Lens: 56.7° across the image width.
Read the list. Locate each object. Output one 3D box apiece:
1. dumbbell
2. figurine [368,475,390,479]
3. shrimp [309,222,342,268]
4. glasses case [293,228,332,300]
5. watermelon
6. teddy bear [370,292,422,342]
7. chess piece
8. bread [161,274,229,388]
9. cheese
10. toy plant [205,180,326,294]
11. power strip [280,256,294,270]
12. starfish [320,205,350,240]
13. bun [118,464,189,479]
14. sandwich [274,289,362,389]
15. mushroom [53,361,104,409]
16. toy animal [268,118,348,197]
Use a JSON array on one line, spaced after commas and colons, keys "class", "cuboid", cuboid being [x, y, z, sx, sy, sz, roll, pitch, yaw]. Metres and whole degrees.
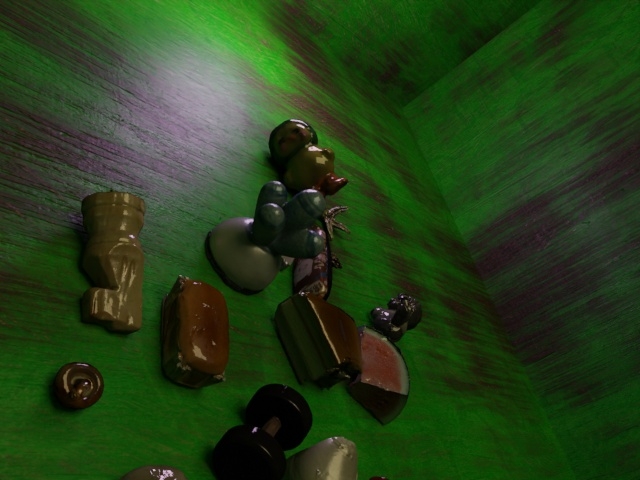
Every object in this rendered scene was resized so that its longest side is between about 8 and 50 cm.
[{"class": "dumbbell", "cuboid": [-0.121, 0.431, 1.293, 0.152, 0.152, 0.218, 53, 27, -4]}, {"class": "figurine", "cuboid": [0.116, 0.668, 1.397, 0.173, 0.173, 0.173, 39, 31, -29]}, {"class": "shrimp", "cuboid": [0.001, -0.001, 2.104, 0.251, 0.052, 0.143, 56, 24, 4]}, {"class": "glasses case", "cuboid": [-0.025, 0.090, 1.875, 0.082, 0.122, 0.321, 40, 30, -31]}, {"class": "watermelon", "cuboid": [0.172, 0.396, 1.834, 0.226, 0.148, 0.318, 8, 52, -45]}, {"class": "teddy bear", "cuboid": [0.265, 0.267, 2.110, 0.144, 0.171, 0.251, 41, 29, 18]}, {"class": "chess piece", "cuboid": [-0.442, 0.049, 1.274, 0.137, 0.137, 0.300, 19, 55, -50]}, {"class": "bread", "cuboid": [-0.280, 0.206, 1.347, 0.136, 0.107, 0.241, 29, 36, -37]}, {"class": "cheese", "cuboid": [-0.010, 0.542, 1.309, 0.154, 0.198, 0.189, 27, 42, -30]}, {"class": "toy plant", "cuboid": [-0.122, -0.029, 1.626, 0.247, 0.332, 0.247, 40, 28, -26]}, {"class": "power strip", "cuboid": [-0.112, 0.030, 1.891, 0.075, 0.042, 0.175, 50, 26, -10]}, {"class": "starfish", "cuboid": [0.036, -0.076, 2.245, 0.208, 0.053, 0.175, 23, 49, -28]}, {"class": "bun", "cuboid": [-0.277, 0.474, 1.032, 0.173, 0.113, 0.166, 31, 35, -35]}, {"class": "sandwich", "cuboid": [-0.011, 0.285, 1.636, 0.227, 0.155, 0.198, 37, 32, -32]}, {"class": "mushroom", "cuboid": [-0.436, 0.262, 1.053, 0.129, 0.073, 0.088, 176, -107, -82]}, {"class": "toy animal", "cuboid": [-0.057, -0.288, 2.196, 0.338, 0.216, 0.191, 56, -1, 10]}]
